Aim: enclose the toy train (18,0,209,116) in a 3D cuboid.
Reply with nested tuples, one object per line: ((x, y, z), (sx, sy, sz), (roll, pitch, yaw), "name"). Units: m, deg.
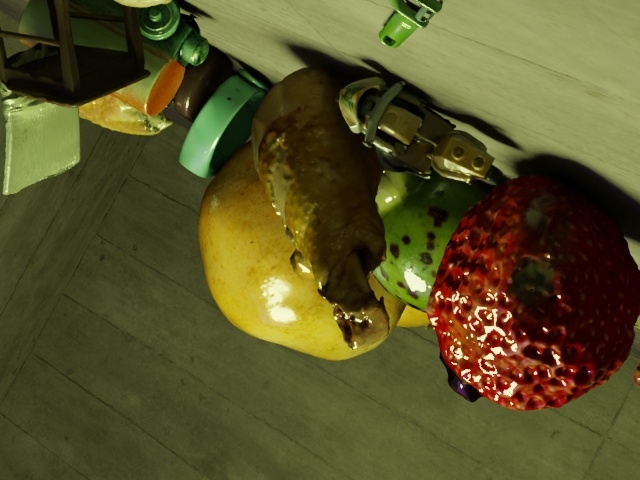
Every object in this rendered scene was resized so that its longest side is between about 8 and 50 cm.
((-0.304, -0.298, 1.673), (0.285, 0.177, 0.116), (30, 180, 14), "toy train")

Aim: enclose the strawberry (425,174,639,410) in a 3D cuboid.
((0.284, 0.063, 1.458), (0.291, 0.292, 0.310), (29, 160, -12), "strawberry")

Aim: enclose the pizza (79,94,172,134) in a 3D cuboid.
((-0.351, -0.308, 1.873), (0.279, 0.075, 0.288), (28, 134, 9), "pizza")

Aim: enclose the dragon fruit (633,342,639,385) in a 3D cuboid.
((0.613, 0.208, 1.728), (0.272, 0.219, 0.198), (22, -148, 32), "dragon fruit")

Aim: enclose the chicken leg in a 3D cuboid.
((0.018, -0.015, 1.513), (0.181, 0.295, 0.409), (-8, -130, -14), "chicken leg")

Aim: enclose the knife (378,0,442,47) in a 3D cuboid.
((0.069, -0.205, 1.063), (0.054, 0.015, 0.212), (29, 178, -4), "knife")

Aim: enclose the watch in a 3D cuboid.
((-0.160, -0.201, 1.980), (0.068, 0.195, 0.237), (35, -169, 6), "watch")

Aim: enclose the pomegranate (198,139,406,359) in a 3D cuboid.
((0.000, 0.000, 1.959), (0.416, 0.417, 0.416), (29, 178, 1), "pomegranate")

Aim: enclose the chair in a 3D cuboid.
((-0.345, -0.209, 1.569), (0.186, 0.319, 0.160), (13, -151, 28), "chair")

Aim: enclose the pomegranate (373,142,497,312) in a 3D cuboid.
((0.162, -0.027, 1.688), (0.242, 0.242, 0.306), (27, 161, 41), "pomegranate")

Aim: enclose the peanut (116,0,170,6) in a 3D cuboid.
((-0.253, -0.334, 1.322), (0.206, 0.087, 0.087), (28, 178, -7), "peanut")

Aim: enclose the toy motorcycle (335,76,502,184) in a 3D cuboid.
((0.109, -0.127, 1.385), (0.229, 0.094, 0.130), (29, 178, 17), "toy motorcycle")

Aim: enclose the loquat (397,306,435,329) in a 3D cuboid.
((0.187, 0.045, 2.224), (0.274, 0.275, 0.275), (29, 178, 1), "loquat")

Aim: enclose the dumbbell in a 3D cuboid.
((-0.271, -0.299, 1.970), (0.225, 0.124, 0.140), (28, 179, 16), "dumbbell")

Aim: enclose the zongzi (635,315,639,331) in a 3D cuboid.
((0.623, 0.161, 1.957), (0.176, 0.079, 0.160), (26, -176, -19), "zongzi")
